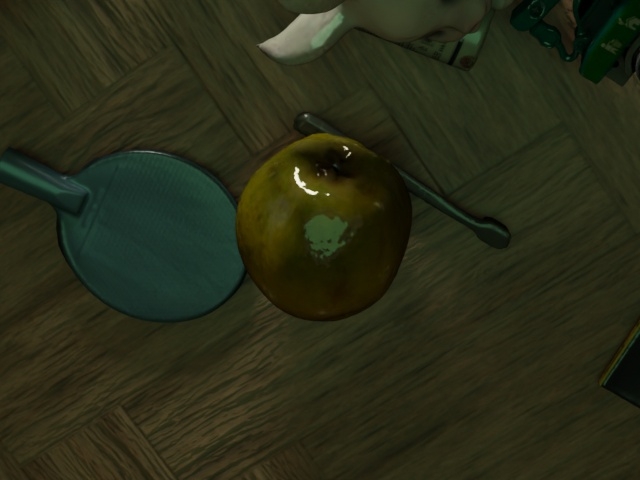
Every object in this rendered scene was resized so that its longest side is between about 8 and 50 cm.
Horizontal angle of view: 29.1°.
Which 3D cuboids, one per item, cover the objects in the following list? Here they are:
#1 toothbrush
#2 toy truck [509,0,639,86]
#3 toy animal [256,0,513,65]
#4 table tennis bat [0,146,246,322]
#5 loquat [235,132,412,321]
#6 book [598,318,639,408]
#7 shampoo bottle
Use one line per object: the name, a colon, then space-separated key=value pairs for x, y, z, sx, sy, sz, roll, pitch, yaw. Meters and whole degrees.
toothbrush: x=0.099 y=-0.074 z=1.476 sx=0.297 sy=0.030 sz=0.030 roll=30 pitch=114 yaw=-3
toy truck: x=0.367 y=-0.309 z=1.267 sx=0.178 sy=0.176 sz=0.363 roll=30 pitch=128 yaw=-9
toy animal: x=0.094 y=-0.318 z=1.268 sx=0.241 sy=0.196 sz=0.367 roll=39 pitch=73 yaw=11
table tennis bat: x=-0.242 y=-0.023 z=1.510 sx=0.329 sy=0.044 sz=0.215 roll=26 pitch=107 yaw=-5
loquat: x=0.000 y=0.000 z=1.417 sx=0.213 sy=0.213 sz=0.246 roll=16 pitch=137 yaw=0
book: x=0.546 y=0.088 z=1.487 sx=0.262 sy=0.028 sz=0.374 roll=29 pitch=106 yaw=-2
shampoo bottle: x=0.062 y=-0.275 z=1.394 sx=0.262 sy=0.085 sz=0.085 roll=20 pitch=106 yaw=-1
